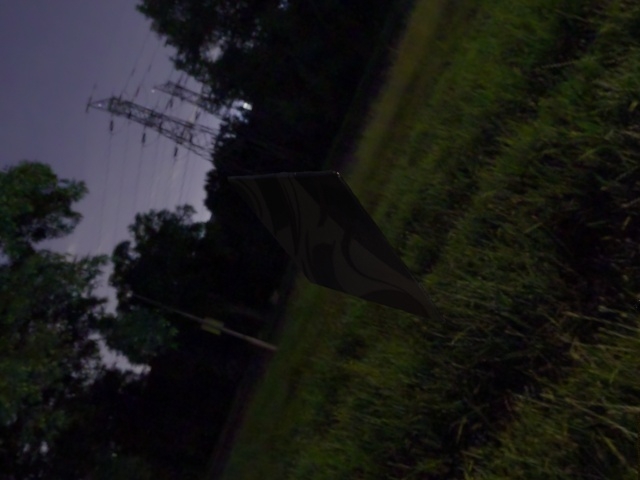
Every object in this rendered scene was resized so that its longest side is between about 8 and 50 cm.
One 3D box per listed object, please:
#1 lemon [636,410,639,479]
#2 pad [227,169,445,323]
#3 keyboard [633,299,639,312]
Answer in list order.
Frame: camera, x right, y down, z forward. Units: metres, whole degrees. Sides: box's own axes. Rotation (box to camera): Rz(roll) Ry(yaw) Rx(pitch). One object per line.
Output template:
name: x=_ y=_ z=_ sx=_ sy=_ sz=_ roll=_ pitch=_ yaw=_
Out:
lemon: x=0.334 y=0.114 z=0.317 sx=0.297 sy=0.297 sz=0.297 roll=-160 pitch=90 yaw=-83
pad: x=0.000 y=0.000 z=0.740 sx=0.004 sy=0.220 sz=0.330 roll=-45 pitch=22 yaw=-17
keyboard: x=0.533 y=0.150 z=0.841 sx=0.018 sy=0.060 sz=0.195 roll=-42 pitch=27 yaw=6
